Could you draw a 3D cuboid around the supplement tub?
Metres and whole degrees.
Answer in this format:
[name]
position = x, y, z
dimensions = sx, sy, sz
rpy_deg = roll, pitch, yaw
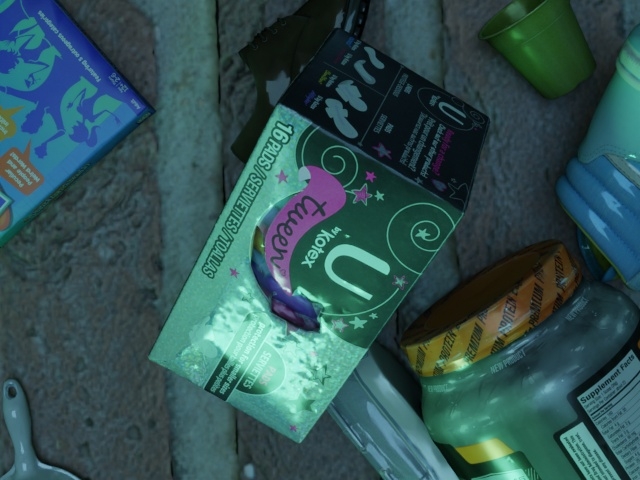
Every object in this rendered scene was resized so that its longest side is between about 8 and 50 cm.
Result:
[supplement tub]
position = 0.211, 0.169, 0.758
dimensions = 0.193, 0.193, 0.316
rpy_deg = -34, 92, 2

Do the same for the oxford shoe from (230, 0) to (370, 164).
[oxford shoe]
position = -0.017, -0.163, 0.791
dimensions = 0.096, 0.083, 0.227
rpy_deg = 20, 93, 0

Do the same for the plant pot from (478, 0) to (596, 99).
[plant pot]
position = 0.188, -0.163, 0.799
dimensions = 0.083, 0.083, 0.079
rpy_deg = -37, 105, 2

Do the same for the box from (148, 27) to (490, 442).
[box]
position = 0.000, 0.000, 0.712
dimensions = 0.142, 0.163, 0.247
rpy_deg = 29, 124, -2

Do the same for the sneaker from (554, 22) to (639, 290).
[sneaker]
position = 0.333, -0.035, 0.795
dimensions = 0.319, 0.127, 0.208
rpy_deg = 19, 119, -19

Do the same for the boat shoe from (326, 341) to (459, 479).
[boat shoe]
position = 0.080, 0.195, 0.824
dimensions = 0.081, 0.079, 0.227
rpy_deg = -35, 93, 18

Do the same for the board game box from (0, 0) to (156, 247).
[board game box]
position = -0.272, -0.101, 0.810
dimensions = 0.210, 0.047, 0.160
rpy_deg = -42, 93, 3

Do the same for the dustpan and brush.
[dustpan and brush]
position = -0.252, 0.227, 0.834
dimensions = 0.147, 0.060, 0.211
rpy_deg = -11, 100, -1
